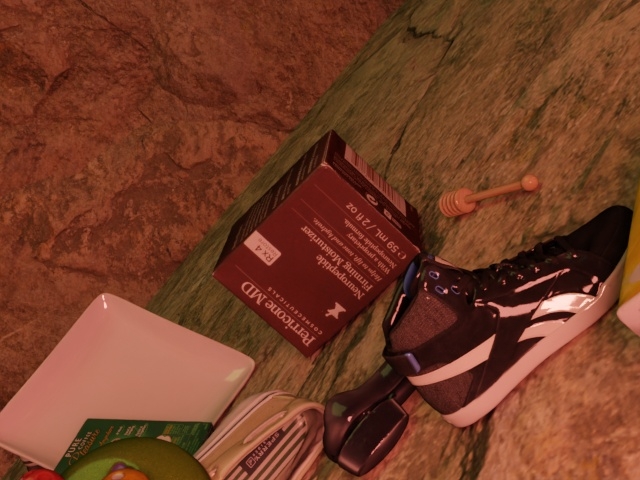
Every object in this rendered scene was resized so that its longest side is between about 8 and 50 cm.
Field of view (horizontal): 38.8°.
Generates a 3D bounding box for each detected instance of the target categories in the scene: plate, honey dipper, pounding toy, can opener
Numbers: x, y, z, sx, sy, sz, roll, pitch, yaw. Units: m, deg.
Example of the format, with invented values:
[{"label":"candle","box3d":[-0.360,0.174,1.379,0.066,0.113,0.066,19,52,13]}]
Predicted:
[{"label":"plate","box3d":[-0.274,0.229,1.281,0.277,0.278,0.045,-56,-21,-33]},{"label":"honey dipper","box3d":[0.187,-0.053,1.009,0.030,0.030,0.161,-53,15,-23]},{"label":"pounding toy","box3d":[-0.178,0.250,0.756,0.183,0.110,0.237,-32,47,-5]},{"label":"can opener","box3d":[0.069,0.126,0.810,0.186,0.073,0.059,-48,-28,-19]}]

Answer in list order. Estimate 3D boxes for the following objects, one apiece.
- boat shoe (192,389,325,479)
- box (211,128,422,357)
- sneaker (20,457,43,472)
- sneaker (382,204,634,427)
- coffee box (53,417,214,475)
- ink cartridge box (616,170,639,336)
[{"label":"boat shoe","box3d":[-0.102,0.255,0.851,0.302,0.109,0.094,-52,17,-30]},{"label":"box","box3d":[0.000,0.000,1.154,0.203,0.168,0.167,-44,13,17]},{"label":"sneaker","box3d":[-0.278,0.289,1.367,0.321,0.127,0.126,-25,8,-19]},{"label":"sneaker","box3d":[0.136,0.031,0.683,0.217,0.121,0.079,-47,13,5]},{"label":"coffee box","box3d":[-0.233,0.276,1.146,0.184,0.040,0.113,-2,31,15]},{"label":"ink cartridge box","box3d":[0.318,-0.114,0.547,0.303,0.072,0.307,-50,10,43]}]
